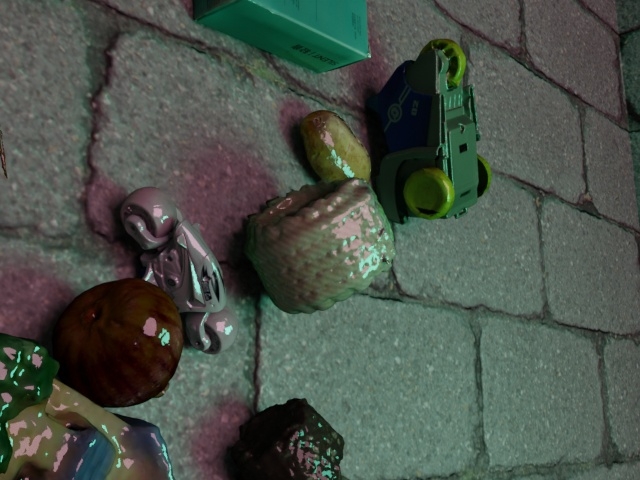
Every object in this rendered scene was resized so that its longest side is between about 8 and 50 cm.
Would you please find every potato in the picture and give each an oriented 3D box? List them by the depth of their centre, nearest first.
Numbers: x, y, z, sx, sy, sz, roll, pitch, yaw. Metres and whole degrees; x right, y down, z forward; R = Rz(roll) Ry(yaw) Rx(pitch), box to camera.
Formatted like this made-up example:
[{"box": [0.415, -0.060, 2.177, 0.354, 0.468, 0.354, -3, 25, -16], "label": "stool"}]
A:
[{"box": [0.024, -0.147, 1.447, 0.170, 0.080, 0.107, 45, 57, -30], "label": "potato"}]

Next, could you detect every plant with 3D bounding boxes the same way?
[{"box": [-0.010, 0.367, 1.222, 0.149, 0.146, 0.275, -48, 118, -48], "label": "plant"}]

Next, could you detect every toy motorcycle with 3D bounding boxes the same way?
[{"box": [-0.177, 0.042, 1.134, 0.112, 0.112, 0.254, -47, 118, -45], "label": "toy motorcycle"}, {"box": [0.189, -0.204, 1.589, 0.191, 0.199, 0.327, -24, 110, -51], "label": "toy motorcycle"}]

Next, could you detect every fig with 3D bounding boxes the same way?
[{"box": [-0.241, 0.140, 1.013, 0.149, 0.148, 0.202, 0, 117, -17], "label": "fig"}]

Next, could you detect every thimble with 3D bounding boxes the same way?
[{"box": [0.000, 0.000, 1.271, 0.219, 0.219, 0.150, -43, 113, -47], "label": "thimble"}]

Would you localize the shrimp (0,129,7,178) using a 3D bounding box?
[{"box": [-0.423, -0.166, 0.929, 0.150, 0.068, 0.249, -39, 106, -35], "label": "shrimp"}]

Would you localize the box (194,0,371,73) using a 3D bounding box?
[{"box": [-0.058, -0.415, 1.385, 0.311, 0.118, 0.205, 10, 76, -48], "label": "box"}]

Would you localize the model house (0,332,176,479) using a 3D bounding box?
[{"box": [-0.312, 0.305, 0.742, 0.342, 0.334, 0.382, 45, 60, -32], "label": "model house"}]
